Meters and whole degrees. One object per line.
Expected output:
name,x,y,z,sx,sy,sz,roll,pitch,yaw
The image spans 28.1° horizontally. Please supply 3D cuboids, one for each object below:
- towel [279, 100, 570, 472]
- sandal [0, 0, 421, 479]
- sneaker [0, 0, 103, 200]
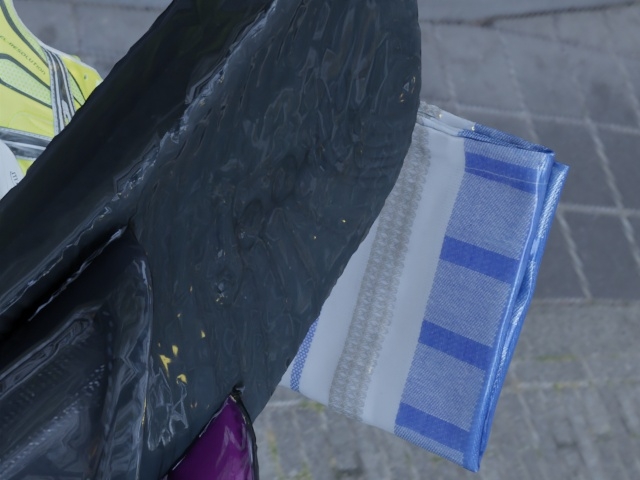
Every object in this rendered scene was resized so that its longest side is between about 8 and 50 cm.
towel,0.000,0.000,0.805,0.285,0.209,0.034,22,16,28
sandal,-0.066,0.081,0.370,0.446,0.107,0.167,-59,150,-21
sneaker,-0.218,-0.065,1.028,0.147,0.145,0.385,-40,121,-20
